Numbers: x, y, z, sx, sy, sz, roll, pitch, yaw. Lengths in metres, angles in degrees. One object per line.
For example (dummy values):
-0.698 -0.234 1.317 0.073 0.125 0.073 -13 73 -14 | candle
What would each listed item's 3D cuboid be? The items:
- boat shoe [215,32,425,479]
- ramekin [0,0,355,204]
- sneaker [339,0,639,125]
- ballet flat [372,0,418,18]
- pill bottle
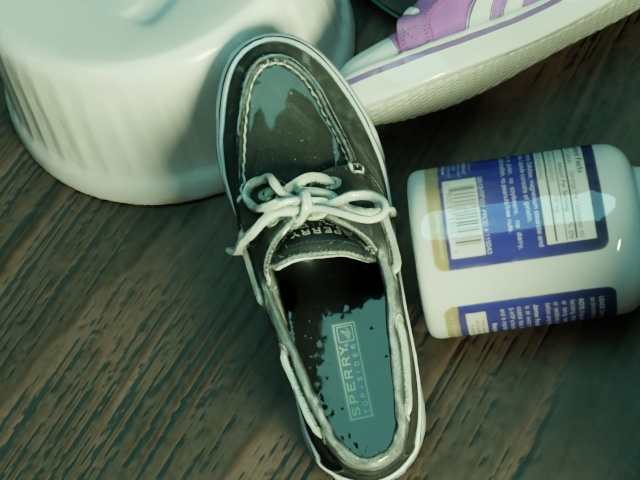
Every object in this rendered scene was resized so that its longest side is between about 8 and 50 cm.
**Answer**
-0.004 0.001 1.007 0.113 0.105 0.306 -9 75 1 | boat shoe
-0.120 -0.177 1.188 0.277 0.135 0.277 -6 56 8 | ramekin
0.109 -0.195 1.142 0.282 0.102 0.161 -28 83 -14 | sneaker
0.034 -0.248 1.236 0.074 0.074 0.203 -31 56 -9 | ballet flat
0.155 -0.003 1.029 0.186 0.112 0.112 -8 56 7 | pill bottle
